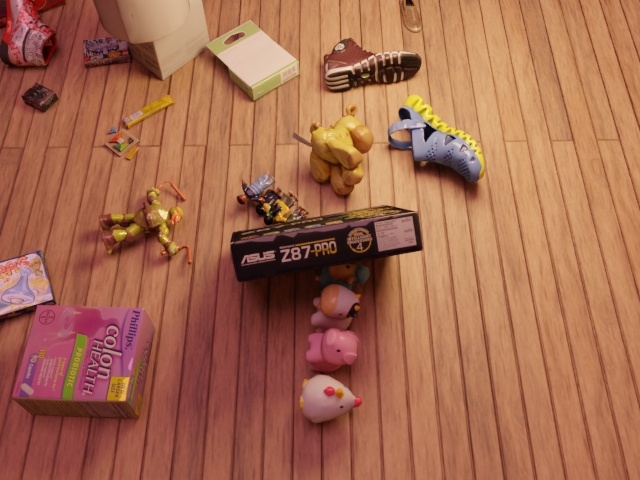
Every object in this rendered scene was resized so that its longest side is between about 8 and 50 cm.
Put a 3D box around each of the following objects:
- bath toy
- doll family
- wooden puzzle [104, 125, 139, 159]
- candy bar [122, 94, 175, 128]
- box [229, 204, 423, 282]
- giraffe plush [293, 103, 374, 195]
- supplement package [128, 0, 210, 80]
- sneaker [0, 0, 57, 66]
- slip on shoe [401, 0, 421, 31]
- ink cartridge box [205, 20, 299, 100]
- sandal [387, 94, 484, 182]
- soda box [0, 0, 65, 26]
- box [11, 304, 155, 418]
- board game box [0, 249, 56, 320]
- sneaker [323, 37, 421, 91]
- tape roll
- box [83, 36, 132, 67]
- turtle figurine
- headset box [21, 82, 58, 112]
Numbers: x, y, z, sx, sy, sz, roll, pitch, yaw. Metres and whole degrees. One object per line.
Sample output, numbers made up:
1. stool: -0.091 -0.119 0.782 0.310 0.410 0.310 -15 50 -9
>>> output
1. bath toy: 0.036 0.220 1.506 0.128 0.151 0.348 0 60 13
2. doll family: -0.126 -0.090 1.748 0.111 0.076 0.193 -42 62 -17
3. wooden puzzle: -0.541 -0.269 1.895 0.116 0.014 0.079 29 63 18
4. candy bar: -0.483 -0.362 1.949 0.161 0.018 0.040 -35 61 -18
5. box: 0.000 0.000 1.557 0.394 0.318 0.097 -10 94 -5
6. giraffe plush: 0.060 -0.249 1.790 0.210 0.181 0.170 46 56 6
7. supplement package: -0.447 -0.617 1.996 0.149 0.203 0.194 37 65 21
8. sneaker: -0.847 -0.643 2.051 0.144 0.090 0.270 6 84 2
9. slip on shoe: 0.278 -0.695 2.124 0.051 0.041 0.135 -5 59 -2
10. ink cartridge box: -0.198 -0.526 2.023 0.171 0.056 0.235 -35 61 -19
11. sandal: 0.292 -0.244 1.811 0.138 0.126 0.317 -36 56 -15
12. soda box: -0.936 -0.746 2.147 0.263 0.092 0.083 -27 59 -15
13. box: -0.506 0.263 1.510 0.242 0.117 0.214 2 59 2
14. board game box: -0.741 0.115 1.635 0.201 0.035 0.136 -18 68 -14
15. sneaker: 0.139 -0.531 1.993 0.281 0.106 0.163 -10 56 -4
16. tape roll: -0.474 -0.661 1.806 0.246 0.169 0.246 -1 58 1
17. box: -0.634 -0.564 2.069 0.136 0.027 0.094 -10 60 -5
18. turtle figurine: -0.425 -0.037 1.708 0.217 0.087 0.270 -17 60 -9
19. headset box: -0.792 -0.404 1.971 0.083 0.032 0.062 26 62 18
